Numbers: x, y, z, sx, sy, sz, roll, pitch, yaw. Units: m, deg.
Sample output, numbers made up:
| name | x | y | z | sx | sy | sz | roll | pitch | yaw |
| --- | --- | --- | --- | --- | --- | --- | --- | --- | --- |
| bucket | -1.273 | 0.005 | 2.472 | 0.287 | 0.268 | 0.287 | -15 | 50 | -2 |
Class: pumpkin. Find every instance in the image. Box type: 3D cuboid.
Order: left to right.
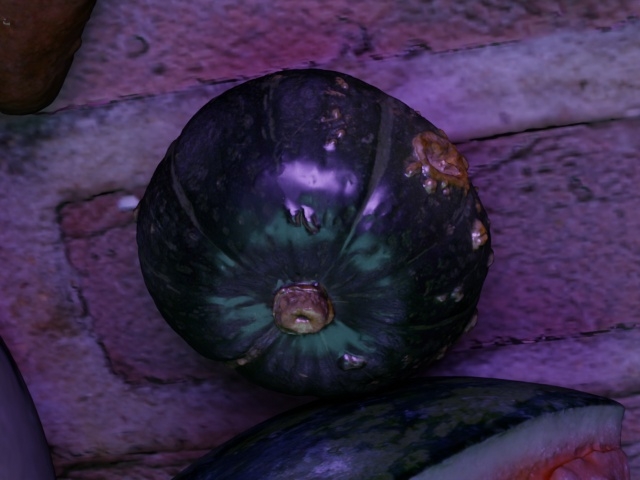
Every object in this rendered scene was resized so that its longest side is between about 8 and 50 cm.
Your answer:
| name | x | y | z | sx | sy | sz | roll | pitch | yaw |
| --- | --- | --- | --- | --- | --- | --- | --- | --- | --- |
| pumpkin | -0.001 | -0.001 | 1.050 | 0.190 | 0.146 | 0.190 | -9 | 131 | -10 |

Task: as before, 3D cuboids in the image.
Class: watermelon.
| name | x | y | z | sx | sy | sz | roll | pitch | yaw |
| --- | --- | --- | --- | --- | --- | --- | --- | --- | --- |
| watermelon | 0.034 | 0.195 | 1.132 | 0.283 | 0.250 | 0.292 | -19 | 121 | -24 |

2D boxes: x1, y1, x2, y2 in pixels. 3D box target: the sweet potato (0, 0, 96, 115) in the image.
| name | x | y | z | sx | sy | sz | roll | pitch | yaw |
| --- | --- | --- | --- | --- | --- | --- | --- | --- | --- |
| sweet potato | -0.110 | -0.187 | 0.966 | 0.114 | 0.092 | 0.341 | 15 | 134 | -33 |

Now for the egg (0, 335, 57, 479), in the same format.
| name | x | y | z | sx | sy | sz | roll | pitch | yaw |
| --- | --- | --- | --- | --- | --- | --- | --- | --- | --- |
| egg | -0.322 | 0.142 | 1.101 | 0.345 | 0.345 | 0.428 | -25 | 132 | 27 |
